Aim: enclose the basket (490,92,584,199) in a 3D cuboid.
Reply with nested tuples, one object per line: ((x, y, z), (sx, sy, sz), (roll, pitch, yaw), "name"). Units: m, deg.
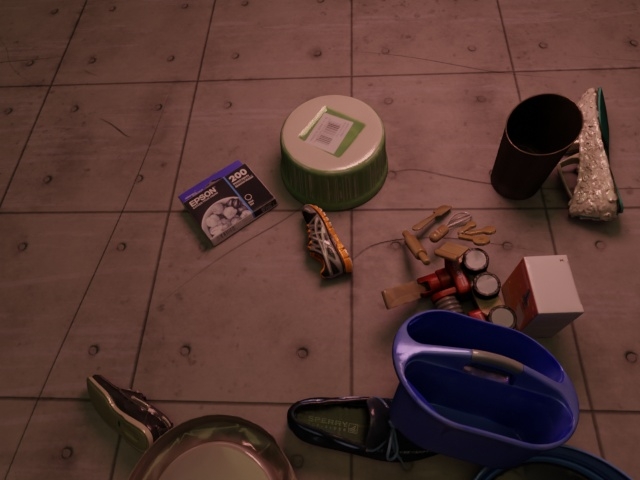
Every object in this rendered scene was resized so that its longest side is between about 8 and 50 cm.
((0.515, -0.214, 1.145), (0.154, 0.226, 0.204), (38, 72, 21), "basket")

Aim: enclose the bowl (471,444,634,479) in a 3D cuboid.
((0.427, 0.570, 0.817), (0.392, 0.077, 0.390), (-2, 61, 3), "bowl")

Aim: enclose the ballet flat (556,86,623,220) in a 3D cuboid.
((0.684, -0.232, 1.203), (0.147, 0.147, 0.408), (7, 62, 8), "ballet flat")

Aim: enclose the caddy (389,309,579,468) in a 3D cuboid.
((0.286, 0.261, 0.846), (0.342, 0.179, 0.241), (15, 42, 0), "caddy")

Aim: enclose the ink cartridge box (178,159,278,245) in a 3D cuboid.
((-0.258, -0.118, 1.257), (0.206, 0.045, 0.208), (-36, 64, -14), "ink cartridge box")

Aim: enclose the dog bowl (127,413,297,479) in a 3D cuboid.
((-0.198, 0.519, 0.877), (0.350, 0.102, 0.348), (-2, 62, 4), "dog bowl")

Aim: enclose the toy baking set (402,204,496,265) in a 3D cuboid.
((0.297, -0.013, 1.106), (0.197, 0.030, 0.256), (-17, 26, -5), "toy baking set")

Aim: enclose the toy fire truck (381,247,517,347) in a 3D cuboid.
((0.278, 0.147, 1.027), (0.247, 0.158, 0.216), (-19, 62, 7), "toy fire truck")

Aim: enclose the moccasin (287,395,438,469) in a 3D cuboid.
((0.100, 0.379, 0.920), (0.343, 0.116, 0.137), (-2, 62, 3), "moccasin")

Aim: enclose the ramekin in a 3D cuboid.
((0.034, -0.245, 1.242), (0.304, 0.148, 0.303), (-2, 62, 3), "ramekin")

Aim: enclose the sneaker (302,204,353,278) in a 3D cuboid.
((0.000, 0.000, 1.153), (0.083, 0.084, 0.214), (-28, 64, -5), "sneaker")

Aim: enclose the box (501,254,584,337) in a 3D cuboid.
((0.470, 0.125, 0.998), (0.091, 0.170, 0.129), (-3, 61, 3), "box")

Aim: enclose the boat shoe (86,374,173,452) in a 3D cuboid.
((-0.421, 0.364, 1.005), (0.233, 0.083, 0.079), (26, 29, 24), "boat shoe")
